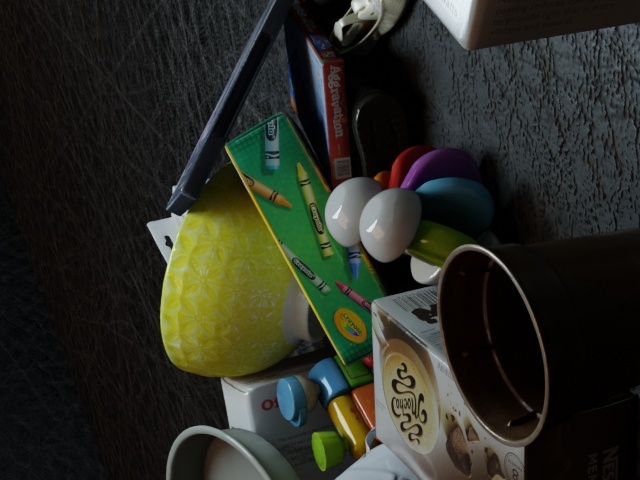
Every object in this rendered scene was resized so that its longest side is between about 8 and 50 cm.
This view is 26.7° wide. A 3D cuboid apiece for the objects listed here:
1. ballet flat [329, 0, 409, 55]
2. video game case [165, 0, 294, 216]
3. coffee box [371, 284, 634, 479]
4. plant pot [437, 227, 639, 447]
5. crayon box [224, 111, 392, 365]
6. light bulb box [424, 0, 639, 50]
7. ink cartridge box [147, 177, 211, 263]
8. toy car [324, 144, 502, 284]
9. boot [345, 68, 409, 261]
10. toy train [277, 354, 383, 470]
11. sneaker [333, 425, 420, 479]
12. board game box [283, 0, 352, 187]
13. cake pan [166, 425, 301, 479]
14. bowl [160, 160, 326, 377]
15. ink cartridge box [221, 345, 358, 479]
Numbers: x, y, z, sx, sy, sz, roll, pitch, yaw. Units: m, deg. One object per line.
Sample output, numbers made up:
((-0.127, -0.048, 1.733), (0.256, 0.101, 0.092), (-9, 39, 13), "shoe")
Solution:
((0.051, -0.243, 1.453), (0.168, 0.052, 0.057), (125, 128, -62), "ballet flat")
((-0.103, -0.162, 1.567), (0.274, 0.026, 0.196), (-66, 8, -9), "video game case")
((0.169, 0.175, 1.323), (0.297, 0.119, 0.168), (-141, 44, -57), "coffee box")
((0.208, 0.068, 1.104), (0.167, 0.165, 0.167), (167, 90, -68), "plant pot")
((0.000, 0.000, 1.528), (0.278, 0.081, 0.165), (61, -177, 3), "crayon box")
((0.141, -0.385, 0.917), (0.361, 0.225, 0.358), (99, 150, -42), "light bulb box")
((-0.139, -0.032, 1.864), (0.104, 0.181, 0.061), (57, 151, 39), "ink cartridge box")
((0.108, -0.030, 1.358), (0.136, 0.159, 0.182), (-65, 26, -1), "toy car")
((0.063, -0.089, 1.519), (0.137, 0.077, 0.198), (-119, 24, -63), "boot")
((0.056, 0.241, 1.604), (0.105, 0.143, 0.248), (100, 148, -47), "toy train")
((0.160, 0.335, 1.435), (0.366, 0.210, 0.137), (28, 139, 16), "sneaker")
((-0.006, -0.180, 1.563), (0.281, 0.027, 0.145), (-113, 18, -63), "board game box")
((-0.091, 0.364, 1.694), (0.293, 0.054, 0.293), (25, 124, 44), "cake pan")
((-0.059, 0.053, 1.696), (0.156, 0.289, 0.289), (17, 127, 22), "bowl")
((-0.019, 0.274, 1.766), (0.100, 0.172, 0.237), (18, 119, 64), "ink cartridge box")
